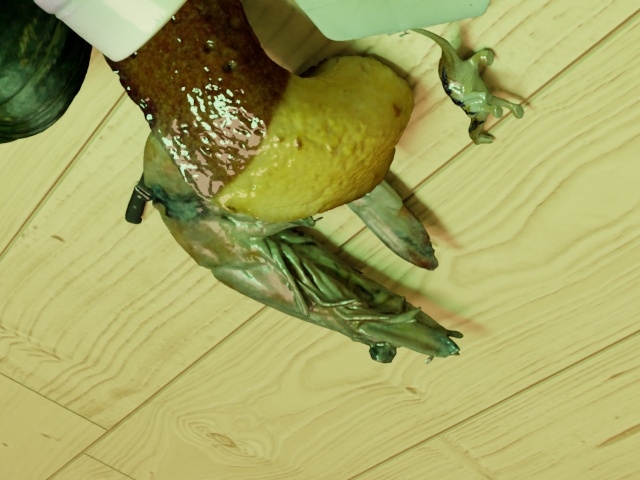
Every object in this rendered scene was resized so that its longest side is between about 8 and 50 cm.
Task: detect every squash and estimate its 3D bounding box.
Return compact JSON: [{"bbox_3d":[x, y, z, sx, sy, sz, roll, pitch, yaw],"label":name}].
[{"bbox_3d":[-0.286,-0.165,1.404,0.218,0.172,0.218,-5,168,-1],"label":"squash"}]

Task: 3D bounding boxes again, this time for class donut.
[{"bbox_3d":[-0.056,-0.117,1.355,0.295,0.151,0.112,31,141,-13],"label":"donut"}]

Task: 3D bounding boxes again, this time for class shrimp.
[{"bbox_3d":[0.000,0.000,1.589,0.360,0.085,0.247,37,142,-17],"label":"shrimp"}]

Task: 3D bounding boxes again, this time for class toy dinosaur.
[{"bbox_3d":[0.117,-0.117,1.334,0.058,0.037,0.180,3,147,25],"label":"toy dinosaur"}]

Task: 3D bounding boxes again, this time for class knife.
[{"bbox_3d":[-0.164,-0.054,1.673,0.023,0.010,0.170,26,150,-3],"label":"knife"}]

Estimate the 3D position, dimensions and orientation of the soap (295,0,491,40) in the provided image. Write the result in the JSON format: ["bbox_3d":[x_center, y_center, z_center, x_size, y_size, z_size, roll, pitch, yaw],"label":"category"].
[{"bbox_3d":[0.001,-0.261,1.112,0.173,0.095,0.289,-5,141,40],"label":"soap"}]

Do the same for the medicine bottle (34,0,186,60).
[{"bbox_3d":[-0.191,-0.254,1.187,0.254,0.152,0.152,39,148,-17],"label":"medicine bottle"}]
